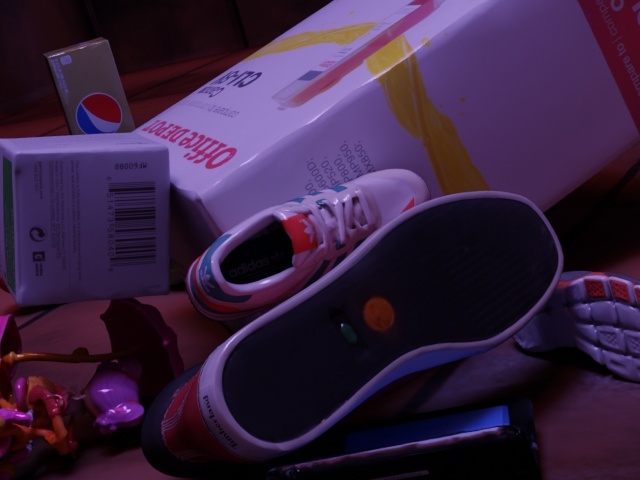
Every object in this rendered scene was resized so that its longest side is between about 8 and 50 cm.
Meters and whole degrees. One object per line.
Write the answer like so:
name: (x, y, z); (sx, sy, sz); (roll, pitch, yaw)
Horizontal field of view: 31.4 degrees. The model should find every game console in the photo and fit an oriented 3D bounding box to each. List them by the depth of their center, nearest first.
game console: (0.043, 0.098, 0.567); (0.122, 0.107, 0.071); (-13, 56, 12)

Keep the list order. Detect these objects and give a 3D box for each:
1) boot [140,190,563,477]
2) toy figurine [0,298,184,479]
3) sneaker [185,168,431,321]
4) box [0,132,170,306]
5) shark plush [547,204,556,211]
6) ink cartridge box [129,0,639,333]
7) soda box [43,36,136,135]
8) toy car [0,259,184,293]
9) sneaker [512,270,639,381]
boot: (0.013, 0.057, 0.663); (0.244, 0.088, 0.176); (-26, -6, -28)
toy figurine: (-0.172, 0.095, 0.760); (0.159, 0.130, 0.173); (-7, 38, -2)
sneaker: (0.000, 0.000, 0.665); (0.161, 0.057, 0.075); (-23, -5, -13)
box: (-0.158, -0.017, 0.751); (0.102, 0.101, 0.087); (-4, 12, -22)
shark plush: (0.136, -0.037, 0.945); (0.073, 0.067, 0.161); (-18, 16, -8)
ink cartridge box: (0.058, -0.095, 0.868); (0.384, 0.160, 0.279); (-36, 22, -12)
soda box: (-0.199, -0.092, 1.050); (0.058, 0.181, 0.061); (-19, 17, -12)
toy car: (-0.174, 0.012, 1.109); (0.239, 0.053, 0.225); (-28, 20, -35)
sneaker: (0.176, 0.039, 0.671); (0.065, 0.061, 0.158); (-18, 15, -29)
